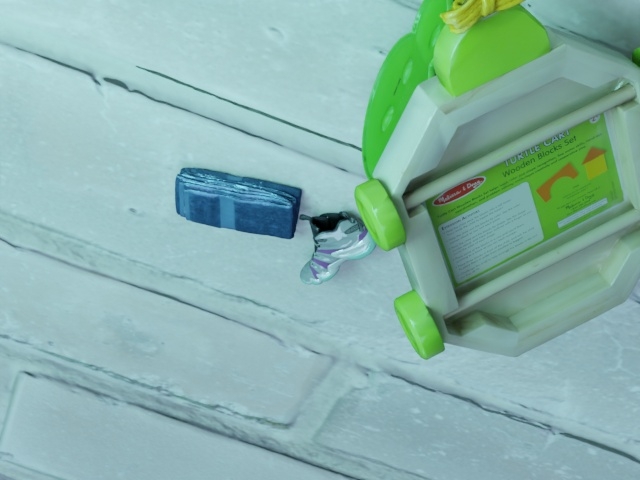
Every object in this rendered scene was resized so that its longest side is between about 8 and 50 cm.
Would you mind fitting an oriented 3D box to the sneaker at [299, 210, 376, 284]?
[{"bbox_3d":[0.000,0.000,1.360,0.098,0.038,0.069,-34,120,31],"label":"sneaker"}]

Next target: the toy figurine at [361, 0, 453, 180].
[{"bbox_3d":[0.139,-0.109,1.157,0.159,0.130,0.173,12,118,-19],"label":"toy figurine"}]

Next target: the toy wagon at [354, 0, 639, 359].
[{"bbox_3d":[0.157,-0.062,1.088,0.267,0.068,0.344,-26,127,-6],"label":"toy wagon"}]

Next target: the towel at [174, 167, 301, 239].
[{"bbox_3d":[-0.080,-0.033,1.346,0.119,0.029,0.067,10,141,4],"label":"towel"}]
